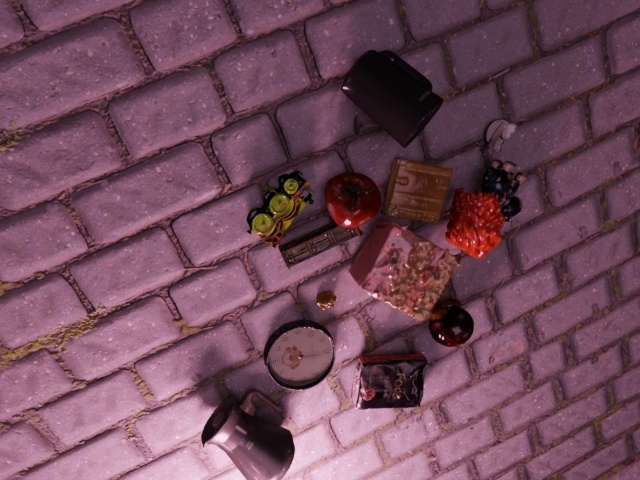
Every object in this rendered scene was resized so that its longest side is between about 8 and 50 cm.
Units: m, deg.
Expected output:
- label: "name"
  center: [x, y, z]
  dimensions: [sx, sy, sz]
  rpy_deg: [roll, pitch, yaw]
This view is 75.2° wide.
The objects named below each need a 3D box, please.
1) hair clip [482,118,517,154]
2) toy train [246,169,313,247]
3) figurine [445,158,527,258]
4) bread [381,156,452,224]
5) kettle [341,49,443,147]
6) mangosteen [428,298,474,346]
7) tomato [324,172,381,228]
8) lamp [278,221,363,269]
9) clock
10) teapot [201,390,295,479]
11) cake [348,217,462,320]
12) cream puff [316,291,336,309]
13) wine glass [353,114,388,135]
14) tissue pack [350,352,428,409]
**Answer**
- label: "hair clip"
  center: [0.730, -0.433, 1.716]
  dimensions: [0.116, 0.049, 0.172]
  rpy_deg: [31, 93, -24]
- label: "toy train"
  center: [-0.145, -0.119, 1.556]
  dimensions: [0.160, 0.100, 0.296]
  rpy_deg: [40, 92, -28]
- label: "figurine"
  center: [0.692, -0.136, 1.716]
  dimensions: [0.411, 0.241, 0.306]
  rpy_deg: [-40, 136, -19]
- label: "bread"
  center: [0.376, -0.196, 1.657]
  dimensions: [0.245, 0.111, 0.240]
  rpy_deg: [9, 102, -16]
- label: "kettle"
  center: [0.264, -0.520, 1.446]
  dimensions: [0.308, 0.203, 0.262]
  rpy_deg: [42, 92, 6]
- label: "mangosteen"
  center: [0.567, 0.364, 1.819]
  dimensions: [0.209, 0.210, 0.210]
  rpy_deg: [-4, 106, -13]
- label: "tomato"
  center: [0.122, -0.165, 1.562]
  dimensions: [0.227, 0.101, 0.228]
  rpy_deg: [2, 71, -5]
- label: "lamp"
  center: [0.000, 0.000, 1.629]
  dimensions: [0.325, 0.090, 0.089]
  rpy_deg: [-24, 110, -6]
- label: "clock"
  center: [-0.084, 0.489, 1.758]
  dimensions: [0.312, 0.061, 0.313]
  rpy_deg: [-3, 106, -13]
- label: "teapot"
  center: [-0.281, 0.807, 1.717]
  dimensions: [0.344, 0.253, 0.300]
  rpy_deg: [44, 58, -16]
- label: "cake"
  center: [0.311, 0.105, 1.635]
  dimensions: [0.306, 0.293, 0.315]
  rpy_deg: [25, 94, -14]
- label: "cream puff"
  center: [0.026, 0.250, 1.725]
  dimensions: [0.083, 0.083, 0.058]
  rpy_deg: [-55, 151, -7]
- label: "wine glass"
  center: [0.229, -0.438, 1.570]
  dimensions: [0.195, 0.079, 0.079]
  rpy_deg: [-5, 106, -11]
- label: "tissue pack"
  center: [0.313, 0.628, 1.864]
  dimensions: [0.332, 0.123, 0.245]
  rpy_deg: [2, 107, -15]
